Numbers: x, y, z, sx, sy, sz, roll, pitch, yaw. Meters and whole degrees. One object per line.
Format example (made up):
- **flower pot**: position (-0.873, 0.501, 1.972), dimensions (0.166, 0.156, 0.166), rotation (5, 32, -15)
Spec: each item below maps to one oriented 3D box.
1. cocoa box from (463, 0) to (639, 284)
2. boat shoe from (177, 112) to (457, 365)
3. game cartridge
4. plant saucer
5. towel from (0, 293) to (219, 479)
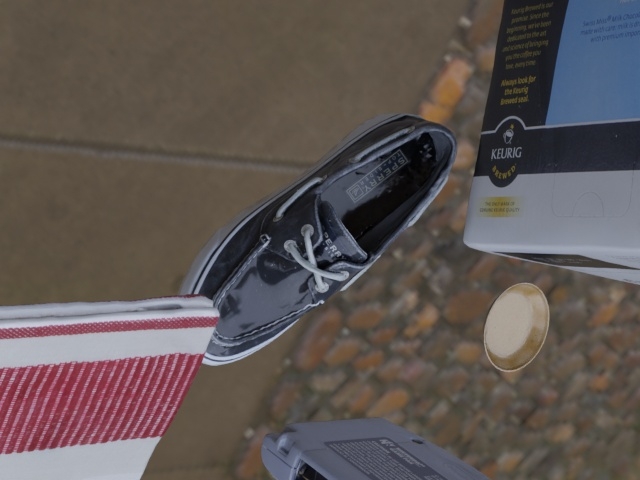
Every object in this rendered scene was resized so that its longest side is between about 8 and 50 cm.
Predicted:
- **cocoa box**: position (0.310, -0.083, 1.258), dimensions (0.231, 0.347, 0.228), rotation (12, 85, -28)
- **boat shoe**: position (0.000, 0.000, 1.420), dimensions (0.301, 0.102, 0.108), rotation (-39, 107, -11)
- **game cartridge**: position (0.100, 0.267, 1.638), dimensions (0.196, 0.294, 0.060), rotation (-3, 114, -41)
- **plant saucer**: position (0.174, 0.077, 1.472), dimensions (0.083, 0.015, 0.083), rotation (-11, 108, -37)
- **towel**: position (-0.223, 0.162, 1.076), dimensions (0.237, 0.037, 0.329), rotation (-2, 133, -41)
